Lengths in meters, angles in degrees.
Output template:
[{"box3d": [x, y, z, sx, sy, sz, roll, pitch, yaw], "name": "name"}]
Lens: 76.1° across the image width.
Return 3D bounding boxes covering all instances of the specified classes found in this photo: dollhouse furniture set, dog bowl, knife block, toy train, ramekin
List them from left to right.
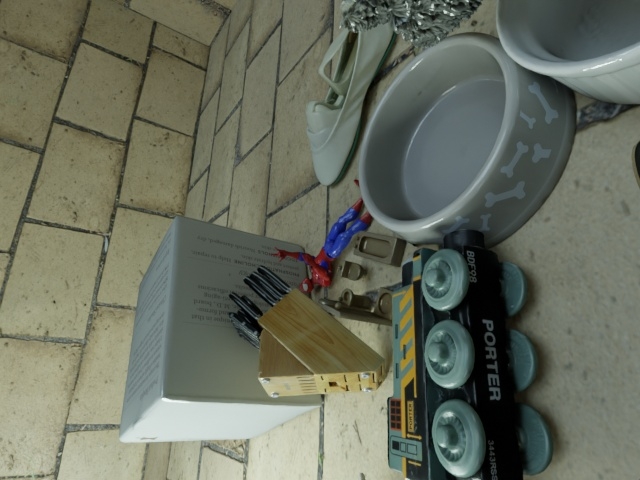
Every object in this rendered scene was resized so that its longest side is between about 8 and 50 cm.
[{"box3d": [-0.031, 0.149, 0.746, 0.088, 0.276, 0.242, 79, -172, -50], "name": "knife block"}, {"box3d": [0.063, 0.054, 0.736, 0.144, 0.123, 0.151, 15, 90, 58], "name": "dollhouse furniture set"}, {"box3d": [0.192, -0.152, 0.642, 0.349, 0.102, 0.348, -30, 52, 49], "name": "dog bowl"}, {"box3d": [0.166, 0.156, 0.532, 0.190, 0.142, 0.334, 144, 132, -59], "name": "toy train"}, {"box3d": [0.343, -0.282, 0.423, 0.277, 0.135, 0.277, -30, 52, 49], "name": "ramekin"}]

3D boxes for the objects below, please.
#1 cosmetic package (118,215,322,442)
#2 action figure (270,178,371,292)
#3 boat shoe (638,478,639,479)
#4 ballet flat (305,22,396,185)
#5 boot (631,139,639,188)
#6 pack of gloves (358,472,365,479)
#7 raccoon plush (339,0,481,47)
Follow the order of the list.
[{"box3d": [-0.236, 0.220, 0.948, 0.329, 0.327, 0.393, -44, 42, 41], "name": "cosmetic package"}, {"box3d": [0.000, 0.000, 0.856, 0.280, 0.139, 0.091, -61, 33, 26], "name": "action figure"}, {"box3d": [0.367, 0.149, 0.210, 0.340, 0.127, 0.158, 2, 87, 59], "name": "boat shoe"}, {"box3d": [0.038, -0.328, 0.930, 0.139, 0.139, 0.400, 39, 111, 56], "name": "ballet flat"}, {"box3d": [0.322, -0.040, 0.354, 0.077, 0.137, 0.198, -45, 42, 39], "name": "boot"}, {"box3d": [0.087, 0.477, 0.541, 0.232, 0.046, 0.195, -105, 15, -73], "name": "pack of gloves"}, {"box3d": [0.156, -0.248, 0.364, 0.299, 0.216, 0.446, 126, 151, -44], "name": "raccoon plush"}]
